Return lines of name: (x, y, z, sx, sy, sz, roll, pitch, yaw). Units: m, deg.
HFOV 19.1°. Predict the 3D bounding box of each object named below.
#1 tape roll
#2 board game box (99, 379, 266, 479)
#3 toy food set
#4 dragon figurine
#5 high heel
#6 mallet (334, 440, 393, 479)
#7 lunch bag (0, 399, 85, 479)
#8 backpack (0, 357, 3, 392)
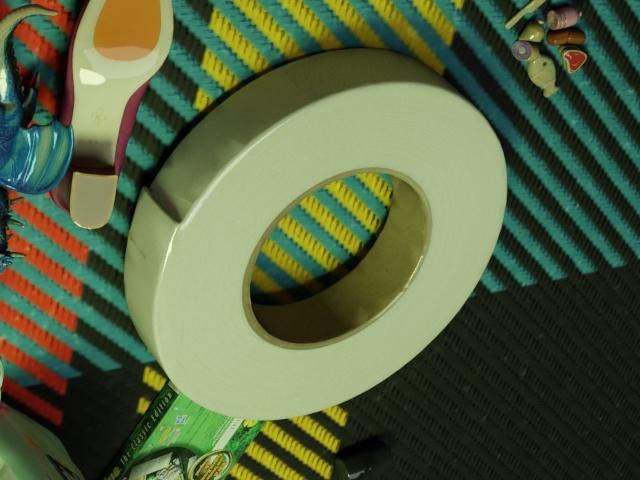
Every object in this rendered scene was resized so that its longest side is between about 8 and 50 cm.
tape roll: (0.000, 0.000, 1.803, 0.392, 0.072, 0.392, -21, 134, -23)
board game box: (-0.145, 0.222, 1.965, 0.136, 0.030, 0.259, 17, 116, -42)
toy food set: (0.228, -0.191, 1.845, 0.078, 0.019, 0.122, -41, 140, 5)
dragon figurine: (-0.256, -0.088, 1.541, 0.144, 0.085, 0.289, 9, 127, -43)
high heel: (-0.180, -0.135, 1.594, 0.082, 0.117, 0.244, 3, 105, -17)
mallet: (0.034, 0.303, 2.168, 0.062, 0.039, 0.189, -12, 138, -28)
lunch bag: (-0.271, 0.292, 1.788, 0.160, 0.223, 0.262, -19, 135, -29)
backpack: (-0.353, 0.093, 1.604, 0.152, 0.115, 0.182, -30, 137, 18)
